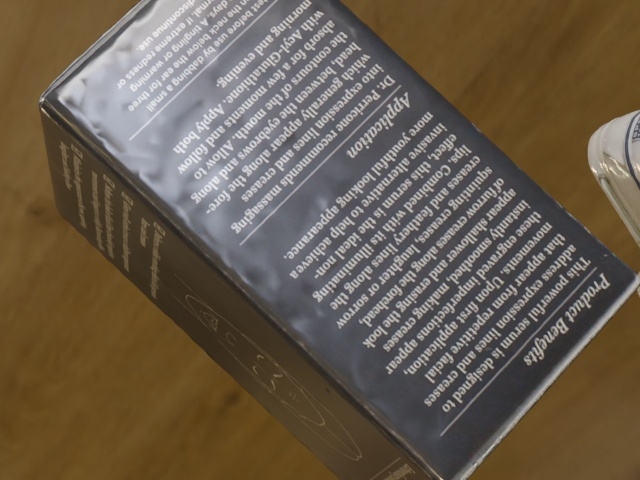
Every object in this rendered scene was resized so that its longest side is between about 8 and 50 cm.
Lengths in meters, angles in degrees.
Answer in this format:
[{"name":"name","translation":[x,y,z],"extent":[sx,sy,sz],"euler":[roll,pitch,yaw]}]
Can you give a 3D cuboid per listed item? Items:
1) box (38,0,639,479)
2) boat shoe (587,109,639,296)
[{"name":"box","translation":[0.000,0.000,1.303],"extent":[0.395,0.212,0.293],"euler":[44,166,5]},{"name":"boat shoe","translation":[0.371,0.028,1.620],"extent":[0.367,0.136,0.156],"euler":[48,156,-18]}]
